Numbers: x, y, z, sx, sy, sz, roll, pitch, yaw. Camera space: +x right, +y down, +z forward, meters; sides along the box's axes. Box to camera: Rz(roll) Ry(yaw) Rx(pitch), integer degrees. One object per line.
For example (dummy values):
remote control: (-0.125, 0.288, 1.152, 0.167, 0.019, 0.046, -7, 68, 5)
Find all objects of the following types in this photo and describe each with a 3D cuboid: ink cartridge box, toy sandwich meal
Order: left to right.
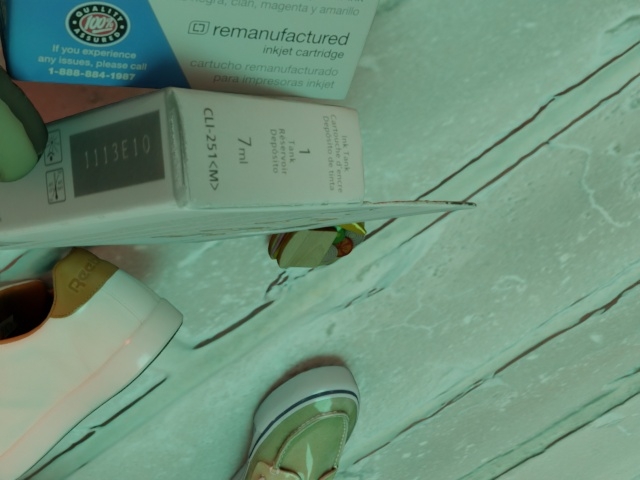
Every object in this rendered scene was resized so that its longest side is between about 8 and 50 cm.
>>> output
ink cartridge box: (-0.081, -0.033, 0.557, 0.275, 0.060, 0.239, -6, 179, 42)
ink cartridge box: (-0.053, -0.209, 0.406, 0.171, 0.168, 0.232, 0, 134, -22)
toy sandwich meal: (0.000, 0.000, 0.752, 0.086, 0.029, 0.085, -11, 138, -11)

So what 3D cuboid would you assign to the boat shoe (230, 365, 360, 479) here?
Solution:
boat shoe: (-0.029, 0.253, 0.958, 0.109, 0.094, 0.302, 3, 133, -25)

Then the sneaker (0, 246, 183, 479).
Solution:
sneaker: (-0.236, 0.101, 0.736, 0.123, 0.106, 0.290, 43, 121, -10)

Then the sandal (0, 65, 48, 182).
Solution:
sandal: (-0.263, -0.051, 0.459, 0.303, 0.086, 0.120, 1, 147, 40)
